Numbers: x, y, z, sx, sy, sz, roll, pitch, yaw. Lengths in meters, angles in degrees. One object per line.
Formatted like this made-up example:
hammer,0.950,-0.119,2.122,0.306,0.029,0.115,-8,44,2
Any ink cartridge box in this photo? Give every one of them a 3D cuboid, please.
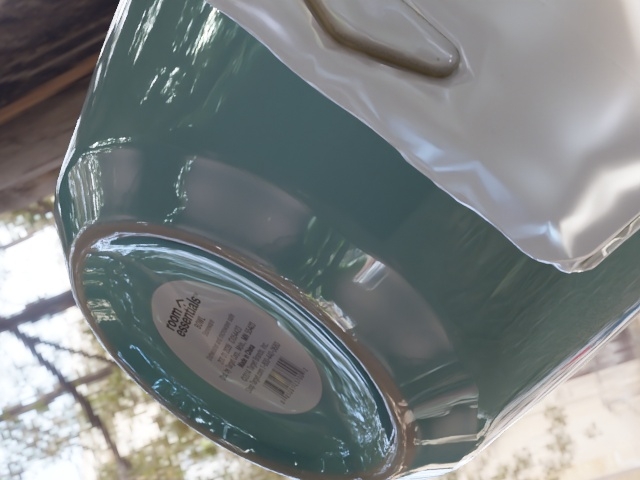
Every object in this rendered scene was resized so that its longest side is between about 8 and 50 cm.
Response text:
ink cartridge box,0.062,-0.147,0.399,0.197,0.114,0.273,38,-143,-8

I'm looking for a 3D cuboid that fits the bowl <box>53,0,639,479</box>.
bowl,0.000,0.000,0.579,0.311,0.311,0.163,55,-128,-29
